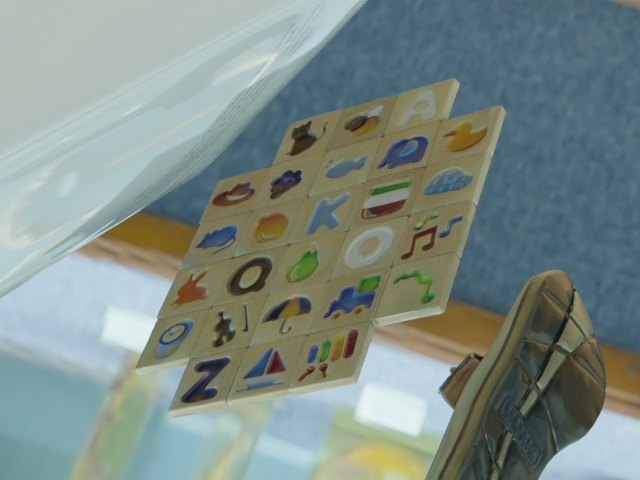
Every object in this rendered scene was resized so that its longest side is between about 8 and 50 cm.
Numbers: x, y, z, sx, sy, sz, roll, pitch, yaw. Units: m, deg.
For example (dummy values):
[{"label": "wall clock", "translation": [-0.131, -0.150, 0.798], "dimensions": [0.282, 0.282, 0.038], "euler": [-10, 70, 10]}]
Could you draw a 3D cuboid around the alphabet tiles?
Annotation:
[{"label": "alphabet tiles", "translation": [0.000, 0.000, 1.504], "dimensions": [0.285, 0.342, 0.011], "euler": [-14, 127, 32]}]

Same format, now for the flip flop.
[{"label": "flip flop", "translation": [0.111, 0.120, 1.237], "dimensions": [0.080, 0.277, 0.112], "euler": [-6, 126, 38]}]

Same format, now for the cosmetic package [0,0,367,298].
[{"label": "cosmetic package", "translation": [-0.145, -0.061, 0.691], "dimensions": [0.155, 0.365, 0.197], "euler": [51, 130, 4]}]
